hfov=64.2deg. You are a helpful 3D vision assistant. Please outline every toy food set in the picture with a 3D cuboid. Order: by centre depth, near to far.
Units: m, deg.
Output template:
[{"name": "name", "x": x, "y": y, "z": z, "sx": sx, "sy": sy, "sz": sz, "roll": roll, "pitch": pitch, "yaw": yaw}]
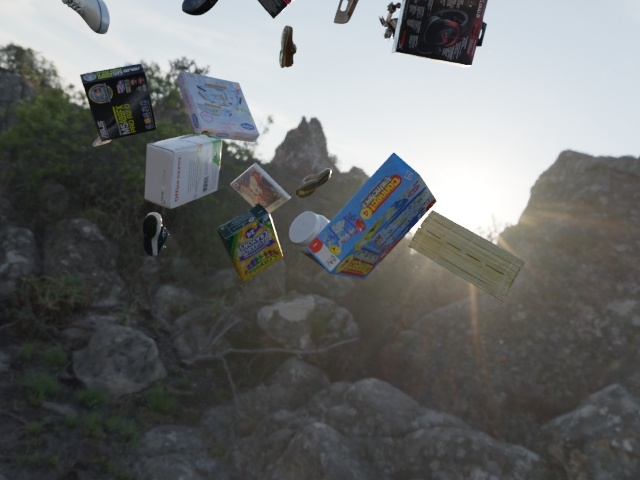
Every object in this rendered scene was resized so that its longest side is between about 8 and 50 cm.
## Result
[{"name": "toy food set", "x": 0.136, "y": -1.061, "z": 2.065, "sx": 0.092, "sy": 0.220, "sz": 0.306, "roll": 20, "pitch": -25, "yaw": -9}]

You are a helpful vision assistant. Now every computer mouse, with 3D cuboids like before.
[{"name": "computer mouse", "x": -0.494, "y": -1.087, "z": 2.284, "sx": 0.189, "sy": 0.272, "sz": 0.072, "roll": 61, "pitch": 6, "yaw": 29}]

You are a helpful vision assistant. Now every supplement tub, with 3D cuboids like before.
[{"name": "supplement tub", "x": 0.000, "y": 0.000, "z": 1.778, "sx": 0.199, "sy": 0.144, "sz": 0.144, "roll": 37, "pitch": -10, "yaw": -40}]

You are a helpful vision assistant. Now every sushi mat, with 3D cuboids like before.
[{"name": "sushi mat", "x": 0.425, "y": 0.037, "z": 1.499, "sx": 0.316, "sy": 0.151, "sz": 0.019, "roll": 32, "pitch": -18, "yaw": 19}]

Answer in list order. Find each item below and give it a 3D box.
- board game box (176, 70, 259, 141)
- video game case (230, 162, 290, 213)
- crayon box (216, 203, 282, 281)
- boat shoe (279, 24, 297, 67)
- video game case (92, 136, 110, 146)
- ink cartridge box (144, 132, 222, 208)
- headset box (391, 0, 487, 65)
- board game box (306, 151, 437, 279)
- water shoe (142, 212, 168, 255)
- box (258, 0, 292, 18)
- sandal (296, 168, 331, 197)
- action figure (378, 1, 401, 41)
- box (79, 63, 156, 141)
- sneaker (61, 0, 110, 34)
[{"name": "board game box", "x": -0.469, "y": -0.611, "z": 2.350, "sx": 0.318, "sy": 0.318, "sz": 0.066, "roll": -3, "pitch": -26, "yaw": -44}, {"name": "video game case", "x": -0.250, "y": -0.204, "z": 2.104, "sx": 0.201, "sy": 0.023, "sz": 0.183, "roll": 44, "pitch": -45, "yaw": -17}, {"name": "crayon box", "x": -0.277, "y": 0.030, "z": 2.102, "sx": 0.083, "sy": 0.203, "sz": 0.323, "roll": 44, "pitch": -22, "yaw": 37}, {"name": "boat shoe", "x": -0.121, "y": -0.744, "z": 1.961, "sx": 0.060, "sy": 0.064, "sz": 0.178, "roll": -7, "pitch": -33, "yaw": -16}, {"name": "video game case", "x": -0.861, "y": -0.421, "z": 2.059, "sx": 0.011, "sy": 0.087, "sz": 0.122, "roll": 46, "pitch": 18, "yaw": -9}, {"name": "ink cartridge box", "x": -0.474, "y": -0.249, "z": 1.778, "sx": 0.117, "sy": 0.202, "sz": 0.278, "roll": 19, "pitch": 25, "yaw": 18}, {"name": "headset box", "x": 0.404, "y": -0.706, "z": 1.688, "sx": 0.292, "sy": 0.218, "sz": 0.110, "roll": 9, "pitch": 16, "yaw": -3}, {"name": "board game box", "x": 0.143, "y": -0.044, "z": 1.289, "sx": 0.086, "sy": 0.302, "sz": 0.308, "roll": 45, "pitch": 10, "yaw": 19}, {"name": "water shoe", "x": -0.594, "y": -0.034, "z": 1.851, "sx": 0.072, "sy": 0.203, "sz": 0.080, "roll": 37, "pitch": 42, "yaw": 13}, {"name": "box", "x": -0.161, "y": -1.070, "z": 2.060, "sx": 0.165, "sy": 0.270, "sz": 0.143, "roll": 56, "pitch": 12, "yaw": 27}, {"name": "sandal", "x": -0.031, "y": -0.210, "z": 1.816, "sx": 0.049, "sy": 0.180, "sz": 0.072, "roll": 37, "pitch": -36, "yaw": 17}, {"name": "action figure", "x": 0.368, "y": -0.952, "z": 2.169, "sx": 0.185, "sy": 0.285, "sz": 0.099, "roll": 47, "pitch": -1, "yaw": -33}, {"name": "box", "x": -0.740, "y": -0.507, "z": 1.892, "sx": 0.216, "sy": 0.270, "sz": 0.060, "roll": -18, "pitch": 57, "yaw": -20}, {"name": "sneaker", "x": -0.710, "y": -0.698, "z": 1.505, "sx": 0.091, "sy": 0.094, "sz": 0.258, "roll": -13, "pitch": 55, "yaw": -49}]
